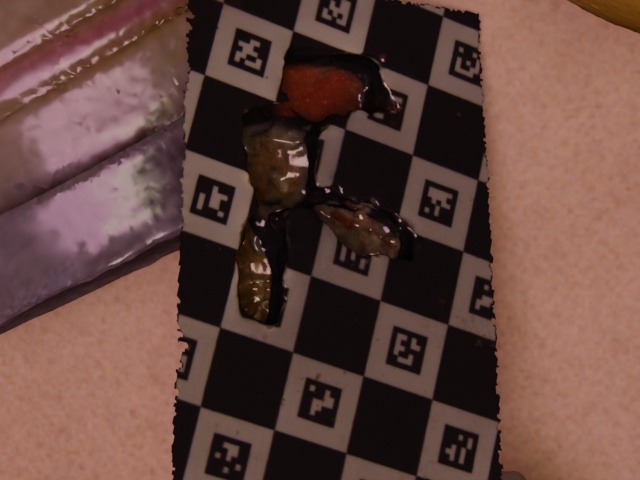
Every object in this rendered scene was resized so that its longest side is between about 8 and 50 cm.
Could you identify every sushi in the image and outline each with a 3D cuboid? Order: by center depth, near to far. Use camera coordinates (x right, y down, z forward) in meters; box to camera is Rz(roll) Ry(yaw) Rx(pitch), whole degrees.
[{"bbox_3d":[0.000,0.000,1.077,0.192,0.043,0.279,4,77,-25],"label":"sushi"}]

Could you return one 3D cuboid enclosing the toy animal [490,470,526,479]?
[{"bbox_3d":[0.102,0.298,1.100,0.303,0.194,0.344,-4,93,6],"label":"toy animal"}]

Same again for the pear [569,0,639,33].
[{"bbox_3d":[0.211,-0.248,0.913,0.348,0.348,0.348,2,100,11],"label":"pear"}]

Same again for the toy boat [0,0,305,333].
[{"bbox_3d":[-0.141,-0.093,1.129,0.276,0.111,0.293,-11,88,6],"label":"toy boat"}]
